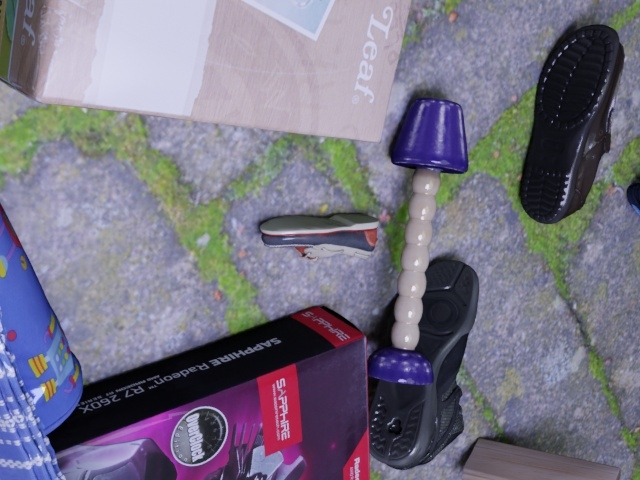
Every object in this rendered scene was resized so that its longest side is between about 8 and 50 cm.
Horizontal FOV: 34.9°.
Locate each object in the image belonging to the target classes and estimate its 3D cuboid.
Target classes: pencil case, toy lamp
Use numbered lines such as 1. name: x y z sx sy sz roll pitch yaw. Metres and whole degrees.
1. pencil case: -0.280 0.016 0.724 0.133 0.119 0.306 -31 123 -20
2. toy lamp: 0.096 -0.001 1.000 0.080 0.080 0.274 8 92 -38

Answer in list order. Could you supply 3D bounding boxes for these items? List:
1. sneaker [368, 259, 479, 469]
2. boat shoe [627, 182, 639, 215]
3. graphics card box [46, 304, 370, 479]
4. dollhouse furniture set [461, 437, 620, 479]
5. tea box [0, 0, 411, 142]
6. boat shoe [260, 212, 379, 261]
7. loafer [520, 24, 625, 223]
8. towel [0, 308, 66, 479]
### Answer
1. sneaker: 0.117 0.137 1.093 0.130 0.087 0.227 51 54 -64
2. boat shoe: 0.483 -0.020 1.295 0.258 0.089 0.109 39 70 -34
3. graphics card box: -0.121 0.225 0.942 0.371 0.094 0.233 -16 117 -30
4. dollhouse furniture set: 0.199 0.451 1.110 0.394 0.362 0.256 -47 136 -48
5. tea box: -0.099 -0.260 0.617 0.220 0.323 0.329 2 106 -37
6. boat shoe: 0.000 0.000 0.972 0.137 0.049 0.043 -4 112 -40
7. loafer: 0.279 -0.126 1.114 0.078 0.080 0.220 -3 115 -46
8. towel: -0.287 0.161 0.735 0.040 0.243 0.336 -62 145 -55
